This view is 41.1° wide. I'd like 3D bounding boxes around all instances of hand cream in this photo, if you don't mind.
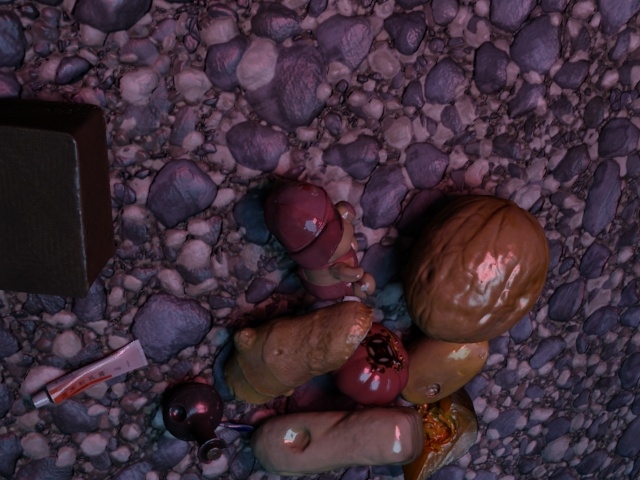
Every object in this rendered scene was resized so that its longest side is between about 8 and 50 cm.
[{"bbox_3d":[-0.426,0.253,1.573,0.216,0.038,0.052,-24,150,-18],"label":"hand cream"}]

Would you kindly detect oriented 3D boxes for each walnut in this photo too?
[{"bbox_3d":[0.301,0.060,1.696,0.252,0.277,0.313,28,107,-3],"label":"walnut"}]

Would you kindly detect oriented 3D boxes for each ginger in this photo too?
[{"bbox_3d":[-0.045,0.208,1.628,0.354,0.126,0.190,-25,117,21],"label":"ginger"}]

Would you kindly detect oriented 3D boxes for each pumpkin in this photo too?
[{"bbox_3d":[0.278,0.442,1.957,0.126,0.131,0.248,16,108,-32],"label":"pumpkin"}]

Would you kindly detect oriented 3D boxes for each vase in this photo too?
[{"bbox_3d":[-0.229,0.351,1.624,0.120,0.183,0.120,-12,120,-22],"label":"vase"}]

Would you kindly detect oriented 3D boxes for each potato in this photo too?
[{"bbox_3d":[0.257,0.262,1.841,0.234,0.146,0.150,-36,100,18],"label":"potato"}]

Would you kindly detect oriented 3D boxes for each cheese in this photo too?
[{"bbox_3d":[0.060,0.430,1.830,0.351,0.129,0.328,-11,164,21],"label":"cheese"}]

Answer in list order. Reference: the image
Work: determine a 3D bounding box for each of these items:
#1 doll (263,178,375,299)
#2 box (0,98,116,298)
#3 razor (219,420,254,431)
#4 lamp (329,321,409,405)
[{"bbox_3d":[0.002,-0.003,1.563,0.152,0.196,0.256,-51,134,-18],"label":"doll"},{"bbox_3d":[-0.428,-0.065,1.302,0.184,0.143,0.273,5,116,4],"label":"box"},{"bbox_3d":[-0.206,0.385,1.747,0.154,0.044,0.028,-1,89,-28],"label":"razor"},{"bbox_3d":[0.095,0.254,1.751,0.182,0.182,0.140,8,145,-29],"label":"lamp"}]
